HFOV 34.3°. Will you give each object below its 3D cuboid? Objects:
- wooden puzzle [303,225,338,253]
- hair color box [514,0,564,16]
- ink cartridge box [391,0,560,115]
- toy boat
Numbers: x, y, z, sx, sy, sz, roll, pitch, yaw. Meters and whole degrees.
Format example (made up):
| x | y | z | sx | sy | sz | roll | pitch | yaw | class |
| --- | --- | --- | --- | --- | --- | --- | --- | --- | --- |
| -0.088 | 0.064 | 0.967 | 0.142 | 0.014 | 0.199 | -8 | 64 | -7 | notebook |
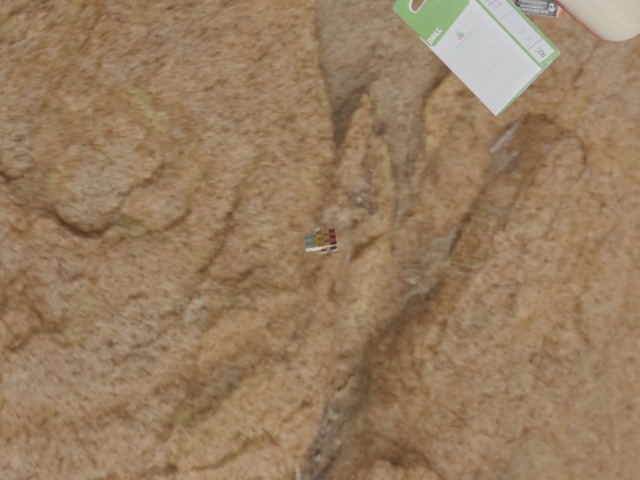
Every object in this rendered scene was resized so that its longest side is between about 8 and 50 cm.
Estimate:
| x | y | z | sx | sy | sz | roll | pitch | yaw | class |
| --- | --- | --- | --- | --- | --- | --- | --- | --- | --- |
| 0.000 | 0.000 | 1.594 | 0.049 | 0.083 | 0.006 | -9 | 120 | 2 | wooden puzzle |
| 0.359 | -0.391 | 1.635 | 0.141 | 0.072 | 0.043 | -44 | 141 | -55 | hair color box |
| 0.207 | -0.282 | 1.390 | 0.209 | 0.109 | 0.062 | 46 | 52 | 4 | ink cartridge box |
| 0.290 | -0.331 | 1.159 | 0.231 | 0.151 | 0.151 | 22 | 102 | -46 | toy boat |
